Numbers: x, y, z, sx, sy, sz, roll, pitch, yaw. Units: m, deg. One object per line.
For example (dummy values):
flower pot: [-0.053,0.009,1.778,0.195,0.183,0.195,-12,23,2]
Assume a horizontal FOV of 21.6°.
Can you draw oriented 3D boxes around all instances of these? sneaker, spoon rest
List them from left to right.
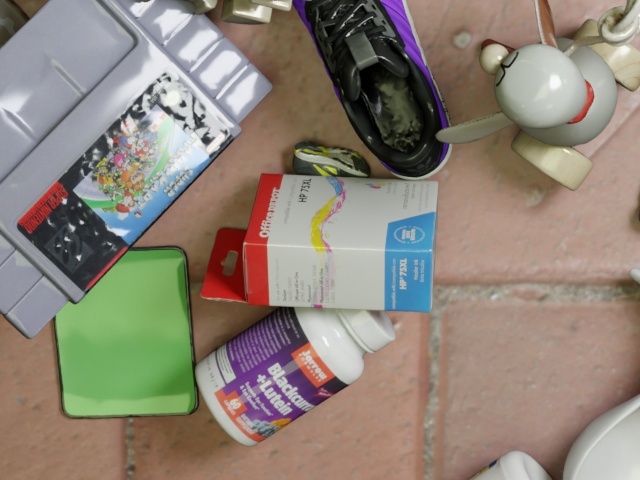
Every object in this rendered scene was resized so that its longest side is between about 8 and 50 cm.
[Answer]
sneaker: [0.010,-0.077,1.723,0.083,0.031,0.035,18,130,-4]
sneaker: [0.044,-0.194,1.623,0.102,0.146,0.293,-28,90,11]
spoon rest: [0.321,0.170,1.701,0.137,0.084,0.276,4,104,-39]

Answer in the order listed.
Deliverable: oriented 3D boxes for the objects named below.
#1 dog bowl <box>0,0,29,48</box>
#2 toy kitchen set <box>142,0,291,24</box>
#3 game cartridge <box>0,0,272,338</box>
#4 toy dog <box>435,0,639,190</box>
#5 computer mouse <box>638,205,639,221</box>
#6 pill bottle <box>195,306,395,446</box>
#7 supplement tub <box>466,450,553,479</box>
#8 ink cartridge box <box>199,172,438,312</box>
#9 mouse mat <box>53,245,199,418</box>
dog bowl: [-0.442,-0.117,1.723,0.349,0.102,0.348,1,103,5]
toy kitchen set: [-0.119,-0.292,1.571,0.207,0.166,0.122,10,83,-22]
game cartridge: [-0.239,-0.102,1.645,0.230,0.068,0.355,44,79,-9]
toy dog: [0.198,-0.160,1.563,0.161,0.333,0.220,33,79,15]
computer mouse: [0.411,-0.024,1.656,0.193,0.042,0.106,28,110,16]
pill bottle: [-0.023,0.120,1.725,0.193,0.108,0.108,-34,97,12]
supplement tub: [0.165,0.327,1.732,0.200,0.144,0.144,-37,96,13]
ink cartridge box: [0.000,0.000,1.676,0.231,0.134,0.078,2,123,5]
mouse mat: [-0.211,0.100,1.794,0.153,0.007,0.189,-2,103,7]
